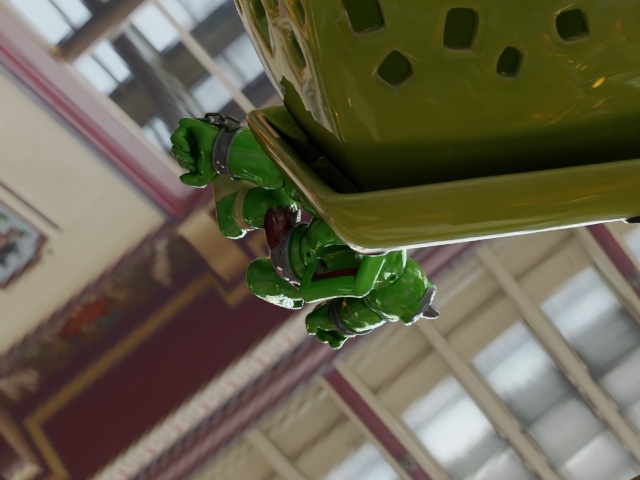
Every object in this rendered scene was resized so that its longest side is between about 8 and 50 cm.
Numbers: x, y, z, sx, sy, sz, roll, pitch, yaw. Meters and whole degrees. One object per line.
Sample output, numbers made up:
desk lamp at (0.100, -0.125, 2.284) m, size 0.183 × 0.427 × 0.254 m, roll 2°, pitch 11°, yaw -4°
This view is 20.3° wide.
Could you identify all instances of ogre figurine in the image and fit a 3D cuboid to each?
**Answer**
ogre figurine at (0.000, 0.000, 1.098) m, size 0.118 × 0.197 × 0.097 m, roll 3°, pitch -149°, yaw 40°

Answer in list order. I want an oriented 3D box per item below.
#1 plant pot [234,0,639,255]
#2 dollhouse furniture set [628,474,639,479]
plant pot at (0.071, -0.119, 0.894) m, size 0.227 × 0.228 × 0.207 m, roll -7°, pitch -72°, yaw -12°
dollhouse furniture set at (0.217, 0.195, 0.847) m, size 0.123 × 0.144 × 0.151 m, roll -26°, pitch -147°, yaw -14°
